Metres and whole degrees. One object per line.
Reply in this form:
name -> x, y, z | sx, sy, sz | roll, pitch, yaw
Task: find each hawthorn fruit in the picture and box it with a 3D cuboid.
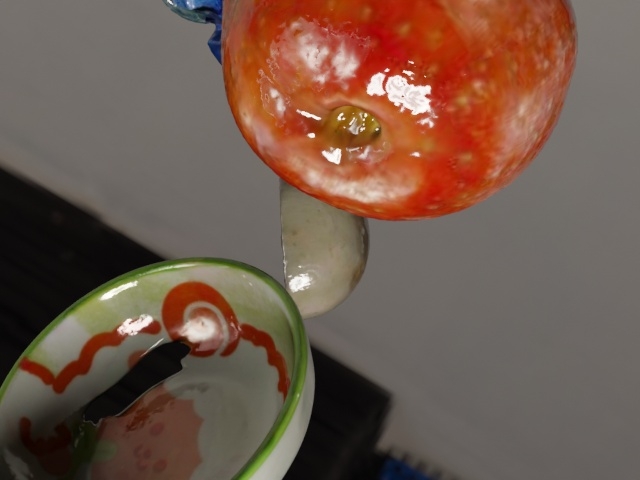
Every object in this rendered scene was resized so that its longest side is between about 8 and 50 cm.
hawthorn fruit -> 0.057, -0.150, 1.350 | 0.284, 0.284, 0.284 | -58, 173, -11

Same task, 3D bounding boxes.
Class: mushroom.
mushroom -> 0.000, 0.000, 2.053 | 0.141, 0.117, 0.188 | 32, 58, -74

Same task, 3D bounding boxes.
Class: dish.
dish -> -0.139, 0.176, 1.615 | 0.324, 0.324, 0.124 | -56, 138, -27

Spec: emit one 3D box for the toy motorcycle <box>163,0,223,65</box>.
toy motorcycle -> -0.014, -0.250, 1.962 | 0.241, 0.319, 0.182 | -42, -165, 18
